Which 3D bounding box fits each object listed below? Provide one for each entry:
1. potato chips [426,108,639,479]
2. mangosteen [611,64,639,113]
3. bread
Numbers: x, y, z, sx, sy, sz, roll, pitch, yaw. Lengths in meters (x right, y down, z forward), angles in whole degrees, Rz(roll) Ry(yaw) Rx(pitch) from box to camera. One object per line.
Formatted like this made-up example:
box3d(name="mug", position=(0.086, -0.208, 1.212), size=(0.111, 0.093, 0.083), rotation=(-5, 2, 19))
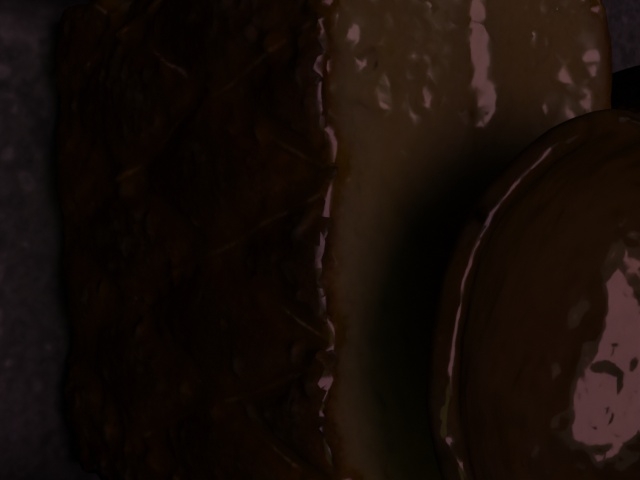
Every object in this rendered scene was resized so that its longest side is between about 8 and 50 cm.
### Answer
box3d(name="potato chips", position=(0.115, 0.046, 0.507), size=(0.195, 0.062, 0.208), rotation=(-8, 100, -31))
box3d(name="mangosteen", position=(0.251, -0.023, 0.857), size=(0.257, 0.215, 0.215), rotation=(-17, 103, -70))
box3d(name="bread", position=(0.000, 0.000, 0.621), size=(0.207, 0.279, 0.279), rotation=(-4, 92, -37))
